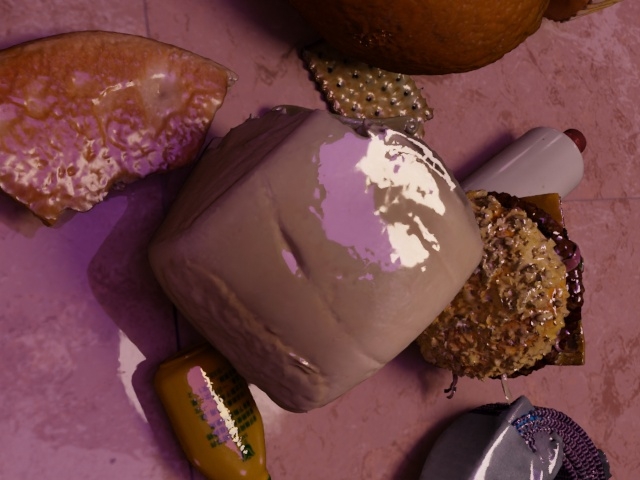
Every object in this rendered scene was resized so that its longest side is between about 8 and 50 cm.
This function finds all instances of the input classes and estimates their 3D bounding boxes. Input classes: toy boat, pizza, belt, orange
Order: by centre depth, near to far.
[{"bbox_3d":[-0.239,-0.120,0.860,0.365,0.074,0.182,-23,92,-32],"label":"pizza"},{"bbox_3d":[0.105,-0.354,0.958,0.357,0.322,0.322,32,68,-17],"label":"orange"},{"bbox_3d":[0.029,-0.120,1.012,0.185,0.089,0.071,3,71,-15],"label":"toy boat"},{"bbox_3d":[0.220,0.351,1.036,0.325,0.122,0.260,-47,113,-24],"label":"belt"}]

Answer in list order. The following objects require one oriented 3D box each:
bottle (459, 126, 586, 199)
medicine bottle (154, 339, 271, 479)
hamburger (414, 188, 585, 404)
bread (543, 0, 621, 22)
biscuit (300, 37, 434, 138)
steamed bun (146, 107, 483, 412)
[{"bbox_3d":[0.273,-0.079,1.140,0.245,0.104,0.104,-36,101,-29],"label":"bottle"},{"bbox_3d":[-0.088,0.233,0.899,0.095,0.064,0.260,-28,96,-40],"label":"medicine bottle"},{"bbox_3d":[0.186,0.064,0.995,0.139,0.243,0.261,-19,94,-50],"label":"hamburger"},{"bbox_3d":[0.343,-0.435,1.193,0.133,0.179,0.250,-18,92,-27],"label":"bread"},{"bbox_3d":[0.071,-0.183,1.085,0.144,0.016,0.203,-38,101,-29],"label":"biscuit"},{"bbox_3d":[0.000,0.000,0.848,0.290,0.272,0.273,39,53,-10],"label":"steamed bun"}]
